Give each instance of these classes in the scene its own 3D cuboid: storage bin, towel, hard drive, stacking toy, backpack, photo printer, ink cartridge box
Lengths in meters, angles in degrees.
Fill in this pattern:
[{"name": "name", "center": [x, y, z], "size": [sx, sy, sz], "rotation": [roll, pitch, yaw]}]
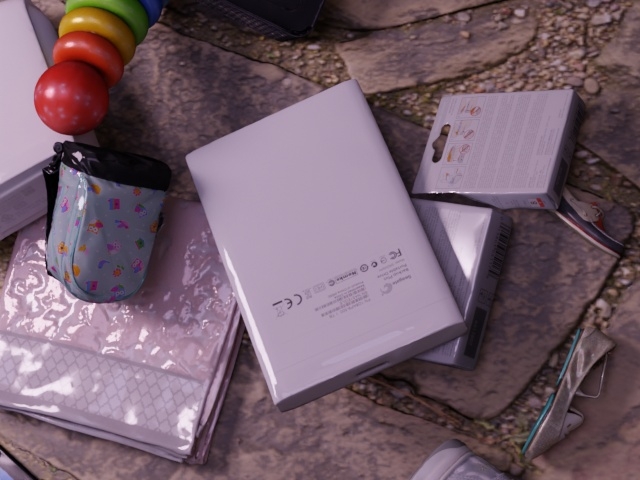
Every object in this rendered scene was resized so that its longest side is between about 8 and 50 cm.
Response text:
[{"name": "storage bin", "center": [-0.081, -0.333, 1.877], "size": [0.180, 0.084, 0.122], "rotation": [24, 86, -15]}, {"name": "towel", "center": [-0.254, 0.089, 1.910], "size": [0.332, 0.053, 0.317], "rotation": [12, 82, 19]}, {"name": "hard drive", "center": [0.000, 0.000, 1.794], "size": [0.233, 0.047, 0.353], "rotation": [-24, 62, 4]}, {"name": "stacking toy", "center": [-0.263, -0.265, 1.884], "size": [0.141, 0.141, 0.330], "rotation": [5, 58, 19]}, {"name": "backpack", "center": [-0.262, -0.017, 1.826], "size": [0.115, 0.152, 0.182], "rotation": [27, 103, 64]}, {"name": "photo printer", "center": [-0.430, -0.158, 1.964], "size": [0.256, 0.107, 0.307], "rotation": [-29, 58, 8]}, {"name": "ink cartridge box", "center": [0.099, 0.042, 1.817], "size": [0.232, 0.066, 0.189], "rotation": [9, 81, 41]}, {"name": "ink cartridge box", "center": [0.209, -0.105, 1.794], "size": [0.179, 0.045, 0.145], "rotation": [-1, 59, 36]}]

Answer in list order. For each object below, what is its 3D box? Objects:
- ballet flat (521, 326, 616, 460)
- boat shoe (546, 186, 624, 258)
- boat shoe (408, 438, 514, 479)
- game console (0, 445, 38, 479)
[{"name": "ballet flat", "center": [0.282, 0.178, 1.716], "size": [0.052, 0.057, 0.168], "rotation": [25, 87, 11]}, {"name": "boat shoe", "center": [0.299, -0.031, 1.759], "size": [0.137, 0.049, 0.043], "rotation": [41, 91, 26]}, {"name": "boat shoe", "center": [0.096, 0.376, 1.703], "size": [0.103, 0.118, 0.320], "rotation": [33, 82, 24]}, {"name": "game console", "center": [-0.501, 0.354, 1.876], "size": [0.293, 0.250, 0.173], "rotation": [36, 118, 21]}]
